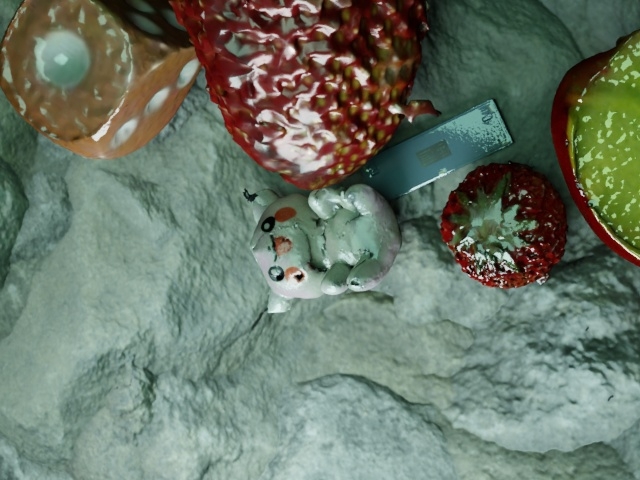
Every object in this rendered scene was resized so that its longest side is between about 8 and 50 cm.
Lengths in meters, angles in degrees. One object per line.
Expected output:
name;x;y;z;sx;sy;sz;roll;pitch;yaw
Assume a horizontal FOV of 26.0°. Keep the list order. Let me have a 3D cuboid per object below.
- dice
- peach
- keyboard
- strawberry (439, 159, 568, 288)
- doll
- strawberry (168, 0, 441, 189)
dice;-0.253;-0.209;1.607;0.175;0.179;0.174;38;111;10
peach;0.329;-0.066;1.374;0.159;0.154;0.267;-31;94;16
keyboard;0.127;-0.097;1.537;0.176;0.014;0.055;-25;88;26
strawberry;0.195;-0.014;1.481;0.145;0.086;0.145;3;97;23
doll;0.000;0.000;1.568;0.192;0.095;0.149;-9;88;27
strawberry;0.007;-0.235;1.453;0.292;0.292;0.343;-20;107;26
